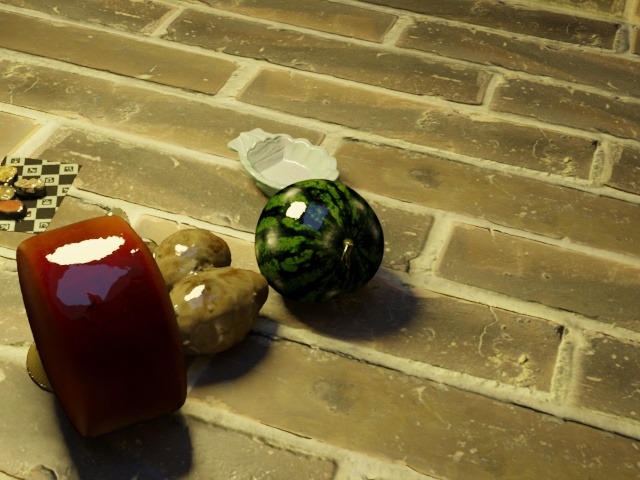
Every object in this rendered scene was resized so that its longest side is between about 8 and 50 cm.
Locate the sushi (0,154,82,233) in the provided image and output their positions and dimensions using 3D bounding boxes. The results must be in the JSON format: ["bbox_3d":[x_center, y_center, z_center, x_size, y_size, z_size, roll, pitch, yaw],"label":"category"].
[{"bbox_3d":[-0.682,-0.124,2.129,0.193,0.043,0.279,7,39,3],"label":"sushi"}]

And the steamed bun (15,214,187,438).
[{"bbox_3d":[-0.375,0.133,1.605,0.235,0.248,0.379,-17,74,-22],"label":"steamed bun"}]

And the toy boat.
[{"bbox_3d":[-0.089,-0.166,2.194,0.199,0.100,0.290,-29,51,-35],"label":"toy boat"}]

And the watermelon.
[{"bbox_3d":[-0.002,0.000,1.887,0.269,0.269,0.269,3,39,-2],"label":"watermelon"}]

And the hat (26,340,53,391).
[{"bbox_3d":[-0.455,0.189,1.740,0.193,0.082,0.193,3,38,-2],"label":"hat"}]

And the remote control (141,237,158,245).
[{"bbox_3d":[-0.445,0.064,1.904,0.266,0.066,0.090,-24,45,-31],"label":"remote control"}]

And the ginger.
[{"bbox_3d":[-0.246,0.086,1.825,0.245,0.155,0.304,-27,49,-24],"label":"ginger"}]

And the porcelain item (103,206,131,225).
[{"bbox_3d":[-0.511,-0.001,1.987,0.216,0.069,0.081,-23,51,-23],"label":"porcelain item"}]
